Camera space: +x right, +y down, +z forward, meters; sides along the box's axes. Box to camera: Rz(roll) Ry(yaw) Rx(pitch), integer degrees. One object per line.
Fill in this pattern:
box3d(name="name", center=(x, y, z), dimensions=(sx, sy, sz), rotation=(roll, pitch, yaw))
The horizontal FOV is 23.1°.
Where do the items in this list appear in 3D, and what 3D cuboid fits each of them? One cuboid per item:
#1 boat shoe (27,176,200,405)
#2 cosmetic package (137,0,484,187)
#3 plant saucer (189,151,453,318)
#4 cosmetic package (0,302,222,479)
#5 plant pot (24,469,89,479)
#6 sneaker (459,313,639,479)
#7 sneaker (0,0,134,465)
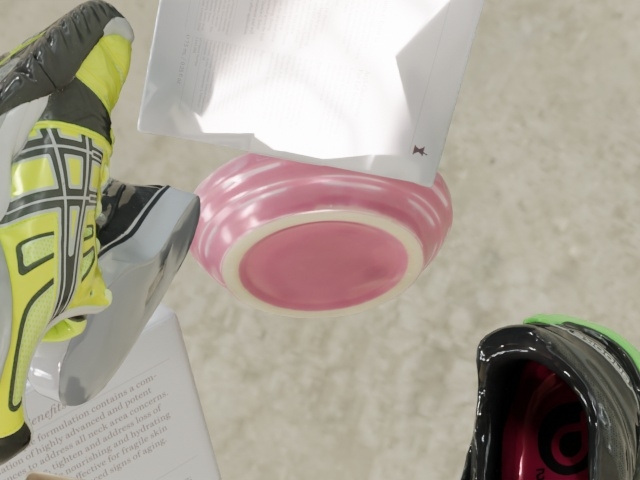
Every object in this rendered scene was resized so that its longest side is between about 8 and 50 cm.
box3d(name="boat shoe", center=(-0.182, 0.023, 1.206), dimensions=(0.306, 0.105, 0.113), rotation=(-64, -10, -60))
box3d(name="cosmetic package", center=(0.008, -0.254, 1.401), dimensions=(0.097, 0.284, 0.377), rotation=(-88, 11, -62))
box3d(name="plant saucer", center=(0.000, 0.000, 1.918), dimensions=(0.332, 0.332, 0.084), rotation=(-31, 49, 33))
box3d(name="cosmetic package", center=(-0.360, 0.262, 2.092), dimensions=(0.327, 0.329, 0.393), rotation=(32, 141, 49))
box3d(name="plant pot", center=(-0.238, 0.297, 1.505), dimensions=(0.096, 0.109, 0.109), rotation=(97, -177, -61))
box3d(name="sneaker", center=(0.179, 0.288, 1.246), dimensions=(0.185, 0.202, 0.483), rotation=(-19, 63, 33))
box3d(name="sneaker", center=(-0.206, -0.012, 1.032), dimensions=(0.145, 0.147, 0.384), rotation=(-25, 30, 39))
